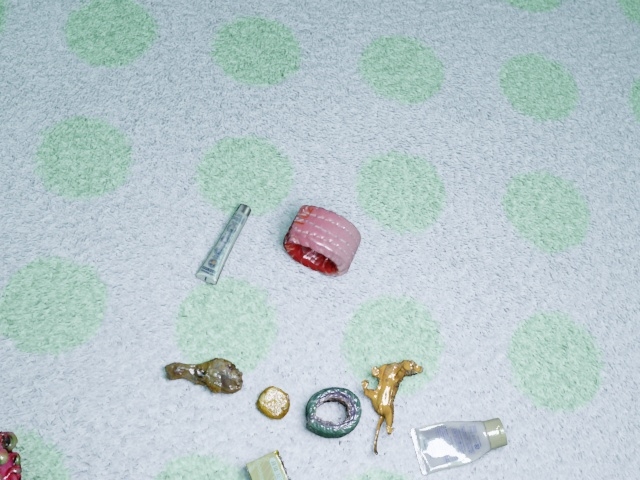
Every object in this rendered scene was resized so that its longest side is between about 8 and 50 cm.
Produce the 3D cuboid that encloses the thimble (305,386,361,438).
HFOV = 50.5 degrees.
[{"bbox_3d":[0.031,0.419,1.658,0.135,0.090,0.119,4,64,-3],"label":"thimble"}]

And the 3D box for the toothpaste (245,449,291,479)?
[{"bbox_3d":[-0.076,0.648,1.561,0.089,0.071,0.313,-21,72,-11],"label":"toothpaste"}]

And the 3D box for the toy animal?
[{"bbox_3d":[0.160,0.403,1.689,0.114,0.116,0.255,13,70,24],"label":"toy animal"}]

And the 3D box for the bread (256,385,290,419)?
[{"bbox_3d":[-0.115,0.399,1.672,0.083,0.046,0.081,4,72,-7],"label":"bread"}]

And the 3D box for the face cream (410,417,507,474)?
[{"bbox_3d":[0.345,0.500,1.688,0.224,0.070,0.114,-14,69,0],"label":"face cream"}]

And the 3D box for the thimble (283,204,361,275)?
[{"bbox_3d":[0.004,0.004,1.790,0.189,0.163,0.125,28,66,-2],"label":"thimble"}]

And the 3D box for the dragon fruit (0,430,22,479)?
[{"bbox_3d":[-0.754,0.497,1.475,0.198,0.273,0.218,38,90,-25],"label":"dragon fruit"}]

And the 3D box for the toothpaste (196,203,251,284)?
[{"bbox_3d":[-0.254,0.007,1.824,0.062,0.039,0.239,23,68,7],"label":"toothpaste"}]

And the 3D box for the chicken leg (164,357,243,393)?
[{"bbox_3d":[-0.287,0.329,1.675,0.197,0.069,0.085,6,90,3],"label":"chicken leg"}]
